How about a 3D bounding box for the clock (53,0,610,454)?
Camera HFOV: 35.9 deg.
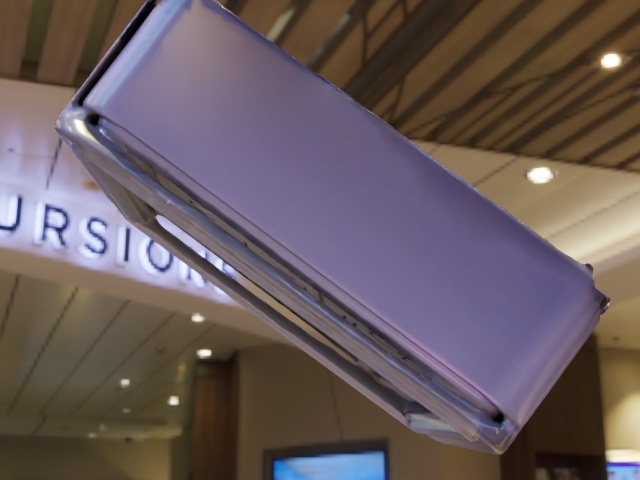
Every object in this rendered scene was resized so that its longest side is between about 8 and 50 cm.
[{"bbox_3d":[0.000,0.000,0.396,0.193,0.073,0.144,36,-10,4],"label":"clock"}]
